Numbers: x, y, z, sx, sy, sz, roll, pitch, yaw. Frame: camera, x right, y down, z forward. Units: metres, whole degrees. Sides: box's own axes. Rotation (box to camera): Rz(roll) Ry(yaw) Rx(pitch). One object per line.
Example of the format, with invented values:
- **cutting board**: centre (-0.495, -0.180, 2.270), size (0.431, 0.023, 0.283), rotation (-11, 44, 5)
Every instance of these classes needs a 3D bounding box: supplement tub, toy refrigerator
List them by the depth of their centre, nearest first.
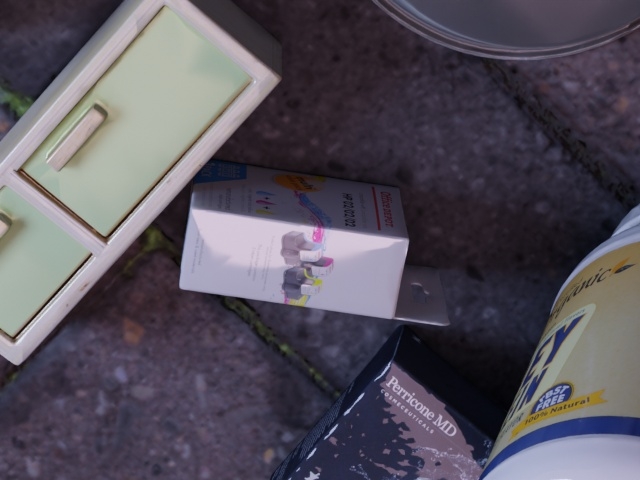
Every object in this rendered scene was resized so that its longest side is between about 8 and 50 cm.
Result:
- **supplement tub**: centre (0.232, 0.127, 1.237), size (0.228, 0.316, 0.228), rotation (13, 130, 16)
- **toy refrigerator**: centre (-0.151, -0.052, 1.304), size (0.102, 0.094, 0.269), rotation (40, 106, -15)

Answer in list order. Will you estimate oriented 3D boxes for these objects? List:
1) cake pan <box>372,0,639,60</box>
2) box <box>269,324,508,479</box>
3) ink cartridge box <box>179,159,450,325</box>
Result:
- **cake pan**: centre (0.137, -0.249, 1.256), size (0.293, 0.054, 0.293), rotation (0, 112, -1)
- **box**: centre (0.064, 0.174, 1.382), size (0.156, 0.093, 0.158), rotation (39, 104, -2)
- **ink cartridge box**: centre (0.000, 0.000, 1.322), size (0.181, 0.104, 0.061), rotation (9, 111, -5)
